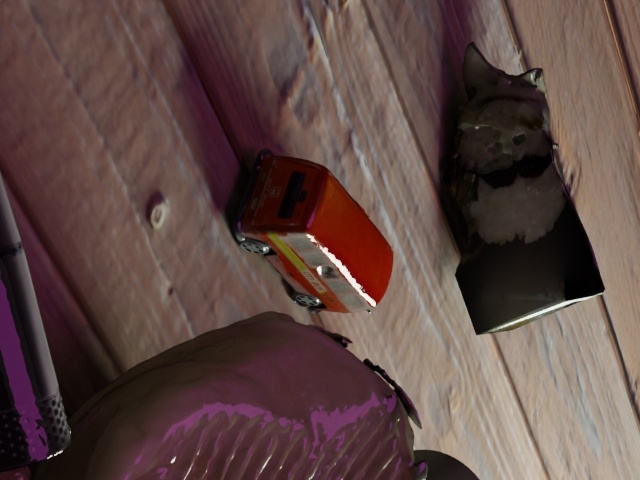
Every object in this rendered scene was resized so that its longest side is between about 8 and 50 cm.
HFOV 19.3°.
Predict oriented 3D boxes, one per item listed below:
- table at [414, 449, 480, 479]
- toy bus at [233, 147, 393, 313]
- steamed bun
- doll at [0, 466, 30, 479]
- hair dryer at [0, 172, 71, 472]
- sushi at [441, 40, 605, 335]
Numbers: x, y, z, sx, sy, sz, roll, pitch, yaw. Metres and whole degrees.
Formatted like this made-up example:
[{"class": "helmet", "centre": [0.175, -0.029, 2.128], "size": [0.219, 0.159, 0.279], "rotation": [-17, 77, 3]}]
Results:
[{"class": "table", "centre": [0.047, 0.265, 1.583], "size": [0.220, 0.126, 0.126], "rotation": [-21, 112, -58]}, {"class": "toy bus", "centre": [0.000, 0.000, 1.511], "size": [0.174, 0.077, 0.079], "rotation": [49, 53, -52]}, {"class": "steamed bun", "centre": [-0.084, 0.182, 1.282], "size": [0.280, 0.207, 0.268], "rotation": [-17, 111, -31]}, {"class": "doll", "centre": [-0.247, 0.169, 1.048], "size": [0.278, 0.119, 0.154], "rotation": [-51, 159, -47]}, {"class": "hair dryer", "centre": [-0.261, -0.028, 0.930], "size": [0.284, 0.156, 0.320], "rotation": [-7, 88, -46]}, {"class": "sushi", "centre": [0.181, -0.057, 1.817], "size": [0.109, 0.134, 0.273], "rotation": [-20, 95, -75]}]
